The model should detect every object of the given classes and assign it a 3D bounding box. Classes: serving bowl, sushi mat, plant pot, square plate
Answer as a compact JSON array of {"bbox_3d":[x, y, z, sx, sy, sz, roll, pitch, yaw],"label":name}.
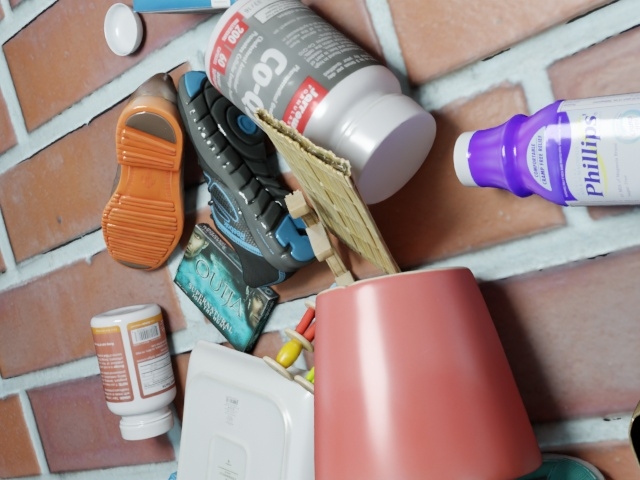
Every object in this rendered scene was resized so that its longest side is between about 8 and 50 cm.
[{"bbox_3d":[-0.317,-0.344,1.431,0.083,0.027,0.083,11,107,39],"label":"serving bowl"},{"bbox_3d":[0.020,-0.046,1.075,0.151,0.316,0.019,36,81,26],"label":"sushi mat"},{"bbox_3d":[0.108,0.168,1.055,0.275,0.275,0.243,-19,78,42],"label":"plant pot"},{"bbox_3d":[-0.125,0.344,1.320,0.347,0.049,0.343,7,91,49],"label":"square plate"}]

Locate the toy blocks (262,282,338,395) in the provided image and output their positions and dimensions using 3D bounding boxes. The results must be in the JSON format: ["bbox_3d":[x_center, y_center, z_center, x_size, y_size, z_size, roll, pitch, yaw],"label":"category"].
[{"bbox_3d":[0.006,0.133,1.206,0.123,0.054,0.148,23,70,44],"label":"toy blocks"}]

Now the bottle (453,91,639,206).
[{"bbox_3d":[0.280,-0.095,0.940,0.283,0.092,0.118,1,102,40],"label":"bottle"}]

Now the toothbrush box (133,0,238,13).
[{"bbox_3d":[-0.152,-0.464,1.197,0.216,0.126,0.295,8,106,40],"label":"toothbrush box"}]

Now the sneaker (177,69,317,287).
[{"bbox_3d":[-0.133,-0.088,1.274,0.140,0.125,0.340,-39,73,44],"label":"sneaker"}]

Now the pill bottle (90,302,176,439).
[{"bbox_3d":[-0.316,0.224,1.505,0.121,0.121,0.216,-5,97,41],"label":"pill bottle"}]

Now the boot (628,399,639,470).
[{"bbox_3d":[0.404,0.303,0.918,0.112,0.115,0.305,-28,83,39],"label":"boot"}]

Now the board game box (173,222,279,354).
[{"bbox_3d":[-0.154,0.076,1.395,0.186,0.026,0.126,43,125,25],"label":"board game box"}]

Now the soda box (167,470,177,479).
[{"bbox_3d":[-0.176,0.477,1.479,0.210,0.071,0.067,43,124,24],"label":"soda box"}]

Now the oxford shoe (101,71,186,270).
[{"bbox_3d":[-0.270,-0.100,1.412,0.130,0.132,0.363,13,132,-9],"label":"oxford shoe"}]

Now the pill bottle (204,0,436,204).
[{"bbox_3d":[-0.002,-0.183,1.112,0.283,0.161,0.161,43,124,25],"label":"pill bottle"}]

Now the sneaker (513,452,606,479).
[{"bbox_3d":[0.208,0.344,1.087,0.302,0.121,0.108,-26,84,41],"label":"sneaker"}]

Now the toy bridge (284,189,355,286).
[{"bbox_3d":[0.000,0.000,1.180,0.026,0.188,0.063,-27,42,5],"label":"toy bridge"}]
